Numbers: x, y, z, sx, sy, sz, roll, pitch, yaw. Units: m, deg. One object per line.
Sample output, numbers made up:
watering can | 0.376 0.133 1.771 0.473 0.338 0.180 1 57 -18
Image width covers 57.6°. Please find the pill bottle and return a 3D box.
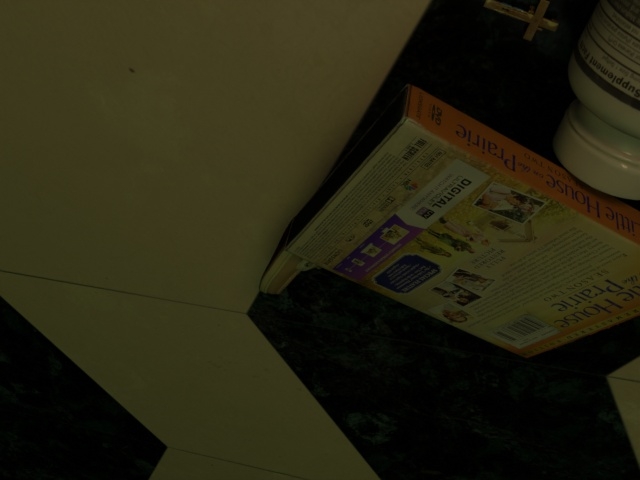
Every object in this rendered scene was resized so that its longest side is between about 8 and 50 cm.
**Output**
pill bottle | 0.347 -0.198 0.541 0.176 0.176 0.319 17 135 4

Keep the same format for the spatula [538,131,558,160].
spatula | 0.410 -0.065 0.729 0.296 0.030 0.084 27 100 2

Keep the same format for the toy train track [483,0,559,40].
toy train track | 0.224 -0.253 0.648 0.083 0.014 0.048 22 142 6

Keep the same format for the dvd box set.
dvd box set | 0.202 0.011 0.735 0.420 0.062 0.307 24 146 -14

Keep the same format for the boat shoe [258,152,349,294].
boat shoe | 0.000 0.000 0.899 0.098 0.109 0.302 32 128 -9
